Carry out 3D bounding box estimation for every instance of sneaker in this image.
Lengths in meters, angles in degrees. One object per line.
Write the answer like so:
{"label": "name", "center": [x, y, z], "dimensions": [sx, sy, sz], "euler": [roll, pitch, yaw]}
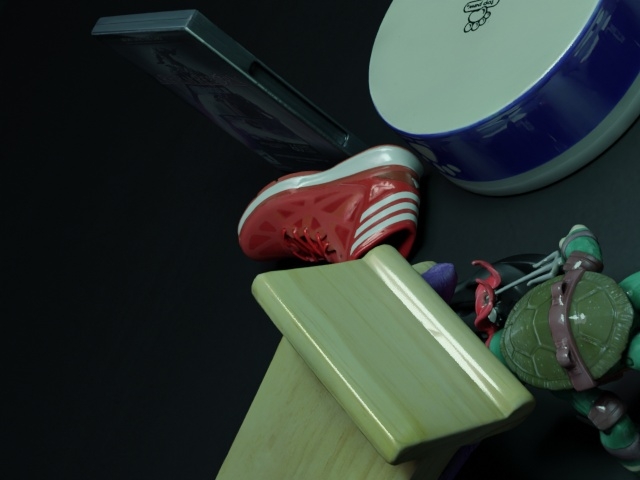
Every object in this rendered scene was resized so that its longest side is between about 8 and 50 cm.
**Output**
{"label": "sneaker", "center": [0.000, 0.000, 1.020], "dimensions": [0.221, 0.087, 0.128], "euler": [-28, 42, 35]}

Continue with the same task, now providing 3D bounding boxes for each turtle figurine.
{"label": "turtle figurine", "center": [0.187, 0.065, 0.685], "dimensions": [0.234, 0.118, 0.175], "euler": [-20, 73, 45]}

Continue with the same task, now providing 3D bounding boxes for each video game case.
{"label": "video game case", "center": [-0.076, -0.138, 1.052], "dimensions": [0.196, 0.274, 0.026], "euler": [12, 73, 53]}

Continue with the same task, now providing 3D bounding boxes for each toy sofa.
{"label": "toy sofa", "center": [0.004, 0.188, 0.735], "dimensions": [0.150, 0.177, 0.363], "euler": [49, 128, 34]}

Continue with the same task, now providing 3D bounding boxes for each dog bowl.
{"label": "dog bowl", "center": [0.173, -0.179, 0.941], "dimensions": [0.264, 0.104, 0.265], "euler": [-30, 42, 32]}

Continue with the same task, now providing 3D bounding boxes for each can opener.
{"label": "can opener", "center": [0.114, 0.056, 0.880], "dimensions": [0.186, 0.073, 0.059], "euler": [-18, 89, 45]}
